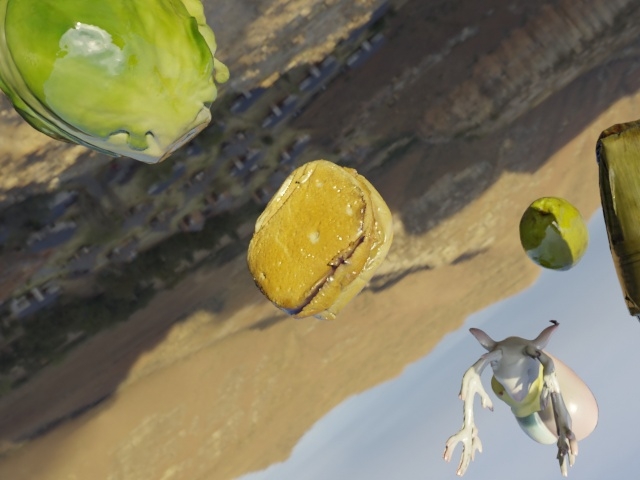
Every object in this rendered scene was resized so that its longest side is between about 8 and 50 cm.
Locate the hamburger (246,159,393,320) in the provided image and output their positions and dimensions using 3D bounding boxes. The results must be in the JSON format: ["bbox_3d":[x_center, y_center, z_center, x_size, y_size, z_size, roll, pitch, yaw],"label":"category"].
[{"bbox_3d":[-0.002,0.007,1.732,0.174,0.284,0.304,25,112,-38],"label":"hamburger"}]

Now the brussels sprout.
[{"bbox_3d":[-0.334,-0.282,1.297,0.314,0.371,0.276,-31,172,-48],"label":"brussels sprout"}]

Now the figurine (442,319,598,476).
[{"bbox_3d":[0.355,0.269,1.448,0.206,0.284,0.315,-15,147,31],"label":"figurine"}]

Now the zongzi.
[{"bbox_3d":[0.418,-0.011,1.042,0.138,0.286,0.300,-19,-179,20],"label":"zongzi"}]

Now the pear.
[{"bbox_3d":[0.362,-0.011,1.342,0.107,0.107,0.131,-38,133,8],"label":"pear"}]
